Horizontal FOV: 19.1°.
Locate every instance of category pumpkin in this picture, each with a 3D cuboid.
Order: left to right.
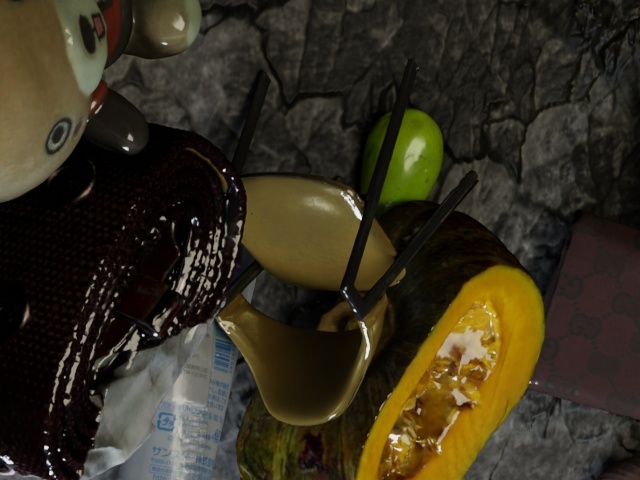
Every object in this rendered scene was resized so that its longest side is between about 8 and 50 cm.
[{"bbox_3d":[0.073,0.128,1.645,0.317,0.139,0.222,-57,143,-19],"label":"pumpkin"}]

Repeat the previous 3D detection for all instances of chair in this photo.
[{"bbox_3d":[0.000,0.000,1.525,0.172,0.158,0.247,56,49,-34],"label":"chair"}]

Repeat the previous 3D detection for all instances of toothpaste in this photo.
[{"bbox_3d":[-0.111,0.112,1.550,0.114,0.073,0.299,20,77,-41],"label":"toothpaste"}]

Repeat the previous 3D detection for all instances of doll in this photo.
[{"bbox_3d":[-0.211,-0.152,1.286,0.330,0.174,0.235,-56,144,-57],"label":"doll"}]

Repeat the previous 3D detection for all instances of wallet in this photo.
[{"bbox_3d":[0.326,0.088,1.839,0.229,0.049,0.182,17,98,1],"label":"wallet"}]

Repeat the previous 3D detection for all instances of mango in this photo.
[{"bbox_3d":[0.070,-0.064,1.677,0.073,0.056,0.108,19,98,-38],"label":"mango"}]

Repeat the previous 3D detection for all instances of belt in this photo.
[{"bbox_3d":[-0.183,0.040,1.409,0.289,0.164,0.184,-63,151,-25],"label":"belt"}]

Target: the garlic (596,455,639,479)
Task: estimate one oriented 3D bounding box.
[{"bbox_3d":[0.367,0.334,1.940,0.245,0.160,0.245,-1,93,-34],"label":"garlic"}]
